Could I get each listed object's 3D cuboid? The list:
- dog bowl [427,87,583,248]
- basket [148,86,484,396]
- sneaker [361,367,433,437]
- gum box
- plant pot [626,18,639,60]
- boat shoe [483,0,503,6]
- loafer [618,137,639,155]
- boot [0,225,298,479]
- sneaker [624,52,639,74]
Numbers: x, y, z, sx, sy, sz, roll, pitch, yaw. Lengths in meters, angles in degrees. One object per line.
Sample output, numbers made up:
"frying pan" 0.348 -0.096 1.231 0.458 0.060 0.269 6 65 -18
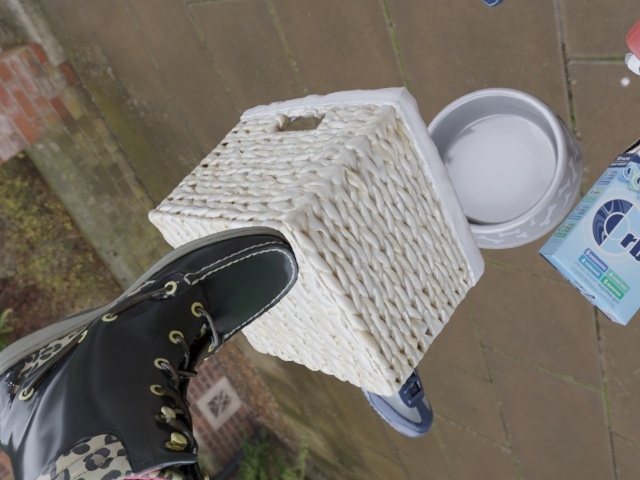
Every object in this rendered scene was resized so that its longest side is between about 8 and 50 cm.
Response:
"dog bowl" 0.361 -0.159 1.278 0.349 0.348 0.102 32 -173 29
"basket" 0.000 0.000 0.869 0.328 0.266 0.331 7 139 46
"sneaker" 0.133 0.223 1.136 0.131 0.112 0.319 -35 90 41
"gum box" 0.423 -0.002 0.852 0.157 0.184 0.041 41 177 -12
"plant pot" 0.649 -0.347 0.896 0.275 0.275 0.243 39 136 17
"boat shoe" 0.438 -0.683 1.469 0.109 0.089 0.258 38 149 21
"loafer" 0.706 -0.217 1.324 0.039 0.045 0.125 35 126 6
"boot" -0.089 0.088 0.384 0.179 0.237 0.085 37 151 55
"sneaker" 0.872 -0.488 1.487 0.090 0.235 0.094 54 -167 -38
